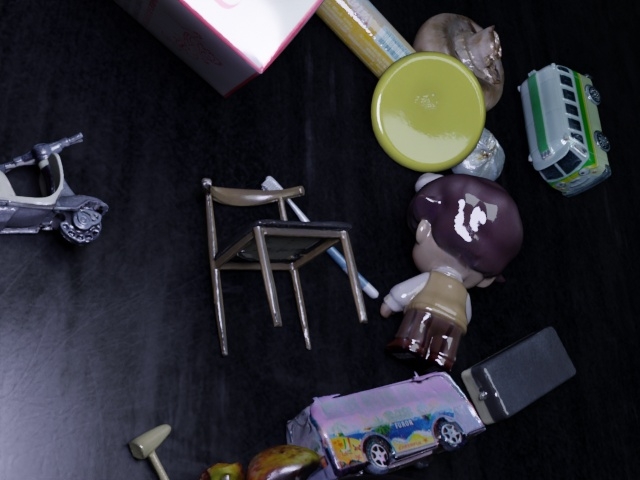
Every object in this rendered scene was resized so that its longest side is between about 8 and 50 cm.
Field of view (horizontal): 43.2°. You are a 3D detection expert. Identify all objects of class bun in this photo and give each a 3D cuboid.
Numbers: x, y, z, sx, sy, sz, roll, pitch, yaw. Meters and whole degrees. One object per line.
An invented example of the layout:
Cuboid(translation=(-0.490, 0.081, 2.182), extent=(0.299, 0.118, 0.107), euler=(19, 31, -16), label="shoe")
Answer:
Cuboid(translation=(0.321, -0.177, 1.647), extent=(0.140, 0.083, 0.141), euler=(17, 61, -33), label="bun")

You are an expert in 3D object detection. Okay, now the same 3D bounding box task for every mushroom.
Cuboid(translation=(0.293, -0.365, 1.657), extent=(0.226, 0.178, 0.227), euler=(14, 67, -36), label="mushroom")

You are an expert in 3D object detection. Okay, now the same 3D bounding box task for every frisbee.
Cuboid(translation=(0.211, -0.247, 1.553), extent=(0.235, 0.017, 0.236), euler=(-1, 94, -13), label="frisbee")

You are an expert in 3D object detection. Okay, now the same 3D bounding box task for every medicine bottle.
Cuboid(translation=(0.012, -0.475, 1.550), extent=(0.426, 0.108, 0.108), euler=(45, 48, -13), label="medicine bottle")

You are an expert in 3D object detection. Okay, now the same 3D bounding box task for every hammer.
Cuboid(translation=(-0.180, 0.333, 1.042), extent=(0.060, 0.028, 0.195), euler=(-24, 86, -49), label="hammer")

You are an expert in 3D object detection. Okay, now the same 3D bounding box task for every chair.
Cuboid(translation=(-0.064, 0.015, 1.192), extent=(0.188, 0.166, 0.272), euler=(1, 68, -38), label="chair")

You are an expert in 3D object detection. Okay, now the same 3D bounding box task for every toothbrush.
Cuboid(translation=(0.000, 0.000, 1.350), extent=(0.276, 0.019, 0.025), euler=(47, 53, -8), label="toothbrush")

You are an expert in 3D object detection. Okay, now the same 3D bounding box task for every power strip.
Cuboid(translation=(0.359, 0.244, 1.472), extent=(0.256, 0.070, 0.105), euler=(-16, 76, -43), label="power strip")

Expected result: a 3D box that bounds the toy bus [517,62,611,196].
Cuboid(translation=(0.544, -0.255, 1.827), extent=(0.164, 0.133, 0.276), euler=(18, 56, -31), label="toy bus")

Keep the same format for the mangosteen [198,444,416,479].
Cuboid(translation=(0.021, 0.414, 0.929), extent=(0.382, 0.382, 0.435), euler=(-29, 75, -43), label="mangosteen")

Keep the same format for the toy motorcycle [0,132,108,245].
Cuboid(translation=(-0.401, -0.064, 1.024), extent=(0.263, 0.091, 0.157), euler=(0, 63, -35), label="toy motorcycle")

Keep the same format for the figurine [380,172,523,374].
Cuboid(translation=(0.224, 0.055, 1.424), extent=(0.218, 0.206, 0.365), euler=(24, 78, 0), label="figurine")

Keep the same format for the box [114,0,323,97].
Cuboid(translation=(-0.138, -0.434, 1.208), extent=(0.312, 0.314, 0.300), euler=(41, 81, -14), label="box")

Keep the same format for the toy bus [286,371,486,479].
Cuboid(translation=(0.101, 0.289, 1.227), extent=(0.316, 0.112, 0.138), euler=(-5, 61, -40), label="toy bus")
